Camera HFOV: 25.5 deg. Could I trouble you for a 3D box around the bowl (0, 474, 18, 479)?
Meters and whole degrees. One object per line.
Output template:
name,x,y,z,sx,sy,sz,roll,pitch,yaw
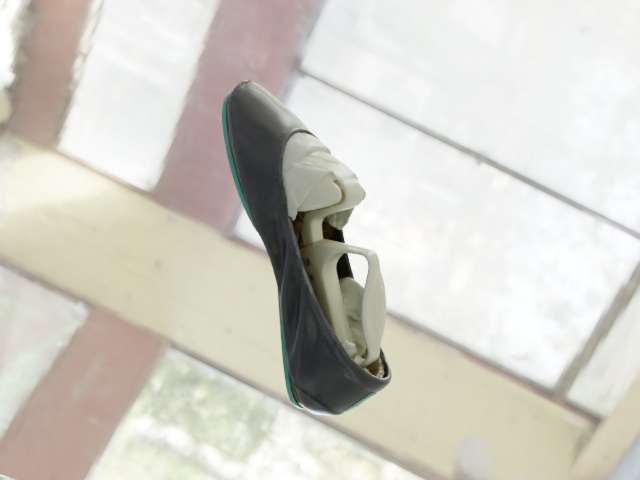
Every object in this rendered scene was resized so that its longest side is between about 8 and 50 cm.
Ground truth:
bowl,-0.167,0.217,0.406,0.311,0.311,0.163,-63,166,-5

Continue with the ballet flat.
ballet flat,0.000,0.000,0.821,0.074,0.074,0.203,0,77,-88
